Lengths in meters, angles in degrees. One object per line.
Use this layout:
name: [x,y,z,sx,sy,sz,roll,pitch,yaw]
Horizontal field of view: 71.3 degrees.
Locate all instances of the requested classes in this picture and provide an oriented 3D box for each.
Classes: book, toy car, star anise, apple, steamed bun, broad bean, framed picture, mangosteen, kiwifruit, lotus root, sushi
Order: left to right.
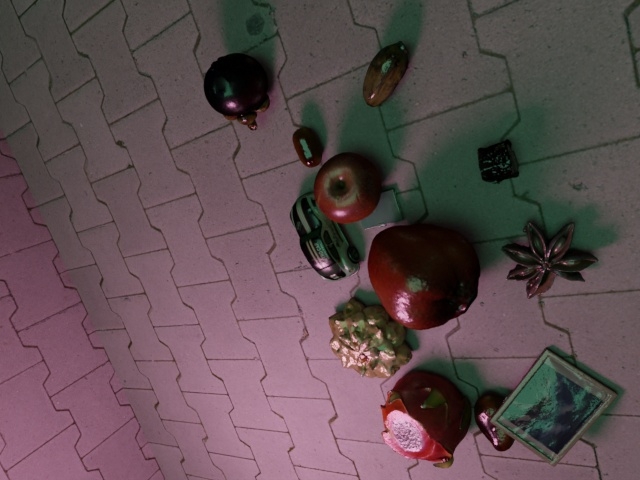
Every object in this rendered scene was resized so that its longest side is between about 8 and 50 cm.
mangosteen: [-0.241,-0.444,1.350,0.194,0.194,0.230,-2,138,32]
kiwifruit: [-0.039,-0.281,1.349,0.075,0.075,0.124,-21,102,36]
toy car: [0.000,0.000,1.413,0.136,0.125,0.305,-25,97,37]
apple: [0.080,-0.148,1.280,0.201,0.162,0.201,0,89,25]
steamed bun: [0.137,0.340,1.469,0.292,0.137,0.295,-13,105,38]
book: [0.173,-0.091,1.334,0.135,0.017,0.103,-14,100,35]
lotus root: [0.165,-0.430,1.155,0.179,0.089,0.080,-56,41,37]
broad bean: [0.528,0.544,1.346,0.114,0.084,0.165,-32,85,19]
sushi: [0.434,-0.192,1.097,0.084,0.098,0.094,-14,83,31]
star anise: [0.559,0.038,1.120,0.212,0.073,0.196,-26,99,33]
framed picture: [0.639,0.465,1.241,0.209,0.019,0.281,32,107,16]

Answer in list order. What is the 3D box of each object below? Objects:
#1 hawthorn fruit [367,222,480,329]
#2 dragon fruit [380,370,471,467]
hawthorn fruit: [0.267,0.085,1.189,0.311,0.295,0.295,28,122,15]
dragon fruit: [0.320,0.571,1.418,0.291,0.189,0.290,12,116,26]
